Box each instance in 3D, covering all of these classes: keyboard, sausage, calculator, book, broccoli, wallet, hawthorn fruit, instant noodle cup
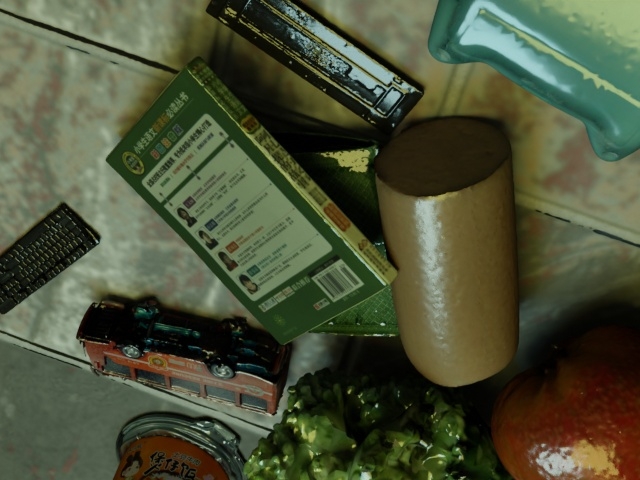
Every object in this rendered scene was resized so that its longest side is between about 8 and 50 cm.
[{"bbox_3d":[-0.326,0.026,1.232,0.195,0.018,0.060,-33,108,34],"label":"keyboard"},{"bbox_3d":[0.124,0.023,1.018,0.123,0.123,0.252,1,127,17],"label":"sausage"},{"bbox_3d":[0.257,-0.237,0.825,0.256,0.054,0.386,30,126,-5],"label":"calculator"},{"bbox_3d":[-0.072,-0.026,1.031,0.264,0.027,0.202,47,144,-7],"label":"book"},{"bbox_3d":[0.054,0.289,1.154,0.277,0.317,0.338,17,97,3],"label":"broccoli"},{"bbox_3d":[0.001,-0.002,1.081,0.160,0.055,0.236,4,131,21],"label":"wallet"},{"bbox_3d":[0.282,0.197,1.036,0.225,0.196,0.196,49,127,2],"label":"hawthorn fruit"},{"bbox_3d":[-0.191,0.319,1.338,0.178,0.125,0.208,25,129,-1],"label":"instant noodle cup"},{"bbox_3d":[-0.005,-0.171,0.981,0.204,0.013,0.061,33,129,-9],"label":"keyboard"}]

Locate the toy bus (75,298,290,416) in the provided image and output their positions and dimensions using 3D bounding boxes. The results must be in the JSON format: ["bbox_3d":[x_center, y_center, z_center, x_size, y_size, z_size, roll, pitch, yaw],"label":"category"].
[{"bbox_3d":[-0.152,0.131,1.222,0.235,0.073,0.096,11,135,9],"label":"toy bus"}]
